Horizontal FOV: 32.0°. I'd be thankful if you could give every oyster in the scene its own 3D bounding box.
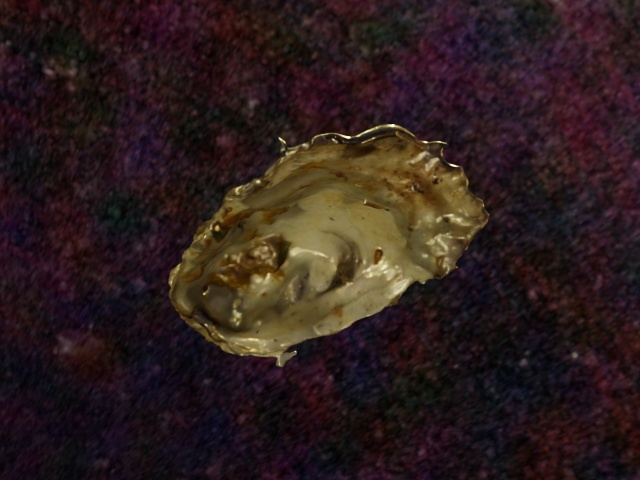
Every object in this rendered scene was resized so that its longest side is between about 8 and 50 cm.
[{"bbox_3d":[-0.007,0.003,0.533,0.105,0.177,0.056,21,43,-26],"label":"oyster"}]
